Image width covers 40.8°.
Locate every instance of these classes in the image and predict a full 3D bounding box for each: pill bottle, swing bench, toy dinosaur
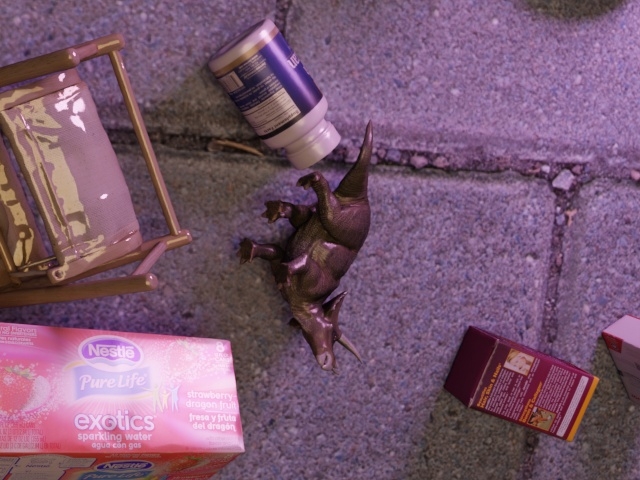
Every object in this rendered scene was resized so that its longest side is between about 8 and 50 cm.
[{"bbox_3d":[-0.050,-0.172,1.040,0.094,0.094,0.169,-40,110,-8],"label":"pill bottle"},{"bbox_3d":[-0.310,-0.060,0.927,0.254,0.165,0.253,-13,106,10],"label":"swing bench"},{"bbox_3d":[0.000,0.000,1.092,0.160,0.121,0.314,24,81,-49],"label":"toy dinosaur"}]

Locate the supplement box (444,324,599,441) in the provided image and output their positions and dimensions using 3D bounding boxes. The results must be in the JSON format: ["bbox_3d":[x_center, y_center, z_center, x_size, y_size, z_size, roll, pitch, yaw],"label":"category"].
[{"bbox_3d":[0.286,0.204,1.231,0.188,0.081,0.104,22,92,-21],"label":"supplement box"}]

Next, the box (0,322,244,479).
[{"bbox_3d":[-0.254,0.191,0.950,0.299,0.154,0.142,8,55,-31],"label":"box"}]

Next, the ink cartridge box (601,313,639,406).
[{"bbox_3d":[0.493,0.189,1.290,0.056,0.099,0.135,-32,109,-12],"label":"ink cartridge box"}]
